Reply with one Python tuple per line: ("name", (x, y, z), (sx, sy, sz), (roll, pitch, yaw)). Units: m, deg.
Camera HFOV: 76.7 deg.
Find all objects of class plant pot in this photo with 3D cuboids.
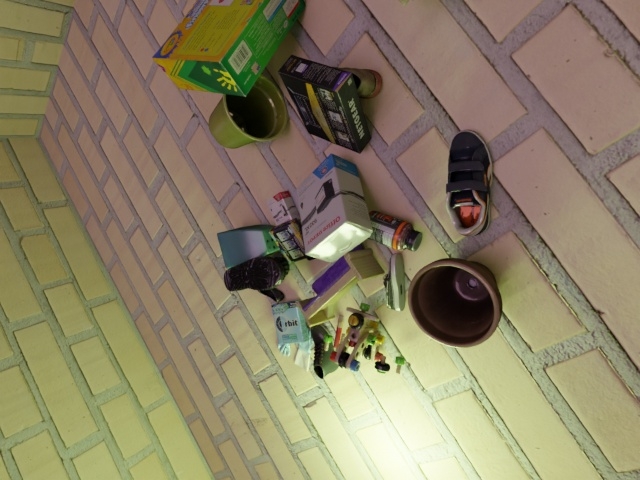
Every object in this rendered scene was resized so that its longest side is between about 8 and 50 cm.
("plant pot", (-0.317, -0.492, 1.627), (0.254, 0.276, 0.276), (-13, 94, 50))
("plant pot", (0.433, 0.159, 1.229), (0.263, 0.229, 0.263), (12, 110, 35))
("plant pot", (-0.303, 0.014, 1.807), (0.234, 0.165, 0.166), (-11, 96, 31))

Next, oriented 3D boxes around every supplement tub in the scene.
("supplement tub", (0.249, -0.028, 1.400), (0.198, 0.106, 0.106), (23, 116, 30))

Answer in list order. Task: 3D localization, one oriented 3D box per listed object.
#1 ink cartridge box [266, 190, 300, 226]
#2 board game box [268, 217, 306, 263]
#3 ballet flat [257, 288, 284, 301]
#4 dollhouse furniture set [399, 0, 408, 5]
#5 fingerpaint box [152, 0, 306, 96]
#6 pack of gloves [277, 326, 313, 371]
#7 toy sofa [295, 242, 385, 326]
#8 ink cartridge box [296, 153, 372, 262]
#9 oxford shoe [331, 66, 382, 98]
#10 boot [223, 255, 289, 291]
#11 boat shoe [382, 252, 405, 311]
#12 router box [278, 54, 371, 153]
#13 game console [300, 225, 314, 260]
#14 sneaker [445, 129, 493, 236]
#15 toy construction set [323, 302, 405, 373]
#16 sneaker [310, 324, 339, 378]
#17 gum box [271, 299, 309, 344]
("ink cartridge box", (-0.157, -0.128, 1.713), (0.099, 0.056, 0.135), (-28, 85, 39))
("board game box", (-0.115, 0.003, 1.686), (0.141, 0.048, 0.170), (-19, 112, 36))
("ballet flat", (-0.244, 0.240, 1.887), (0.173, 0.049, 0.057), (17, 111, 33))
("dollhouse furniture set", (0.182, -0.838, 1.057), (0.303, 0.356, 0.174), (33, 132, -20))
("fingerpaint box", (-0.324, -0.748, 1.453), (0.371, 0.163, 0.445), (18, 72, 32))
("pack of gloves", (-0.126, 0.475, 1.866), (0.195, 0.046, 0.232), (25, 117, 31))
("toy sofa", (0.056, 0.161, 1.555), (0.362, 0.150, 0.177), (-47, 65, 36))
("ink cartridge box", (0.039, -0.112, 1.434), (0.223, 0.129, 0.307), (-39, 47, 37))
("oxford shoe", (0.032, -0.549, 1.403), (0.348, 0.130, 0.123), (8, 107, 36))
("boot", (-0.208, 0.132, 1.696), (0.348, 0.260, 0.131), (-8, 86, 41))
("boat shoe", (0.259, 0.151, 1.458), (0.070, 0.077, 0.219), (5, 107, 35))
("router box", (0.023, -0.444, 1.344), (0.243, 0.309, 0.081), (30, 78, 28))
("game console", (0.000, 0.000, 1.614), (0.085, 0.124, 0.144), (0, 104, 65))
("sneaker", (0.440, -0.168, 1.202), (0.126, 0.127, 0.321), (-6, 98, 40))
("toy construction set", (0.142, 0.345, 1.552), (0.309, 0.257, 0.237), (11, 92, 58))
("sneaker", (0.001, 0.465, 1.717), (0.083, 0.118, 0.222), (-31, 83, 39))
("gum box", (-0.140, 0.370, 1.827), (0.157, 0.041, 0.184), (-14, 84, 36))
